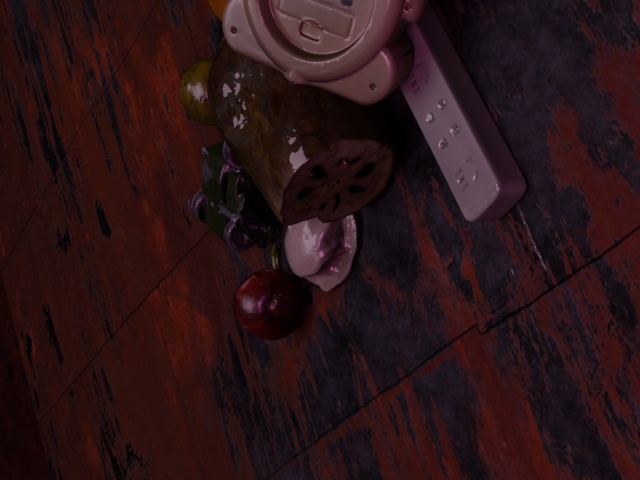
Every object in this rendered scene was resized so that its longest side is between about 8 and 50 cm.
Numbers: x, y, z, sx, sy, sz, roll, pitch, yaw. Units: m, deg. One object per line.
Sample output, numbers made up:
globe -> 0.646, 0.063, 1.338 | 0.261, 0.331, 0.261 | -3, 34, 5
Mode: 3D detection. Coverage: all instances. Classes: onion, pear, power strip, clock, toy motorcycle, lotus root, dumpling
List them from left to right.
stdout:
pear -> -0.216, -0.284, 2.209 | 0.107, 0.107, 0.131 | 22, 105, 53
toy motorcycle -> -0.153, -0.102, 2.138 | 0.205, 0.127, 0.275 | 40, 134, 48
onion -> -0.092, 0.113, 2.069 | 0.131, 0.131, 0.131 | 13, 106, 55
lotus root -> -0.041, -0.205, 1.839 | 0.346, 0.250, 0.250 | 56, 137, 30
dumpling -> 0.000, -0.001, 1.953 | 0.150, 0.092, 0.177 | -3, 87, 43
clock -> 0.016, -0.369, 1.619 | 0.283, 0.114, 0.310 | 25, 120, 16
power strip -> 0.176, -0.205, 1.672 | 0.091, 0.062, 0.385 | -49, 56, 45

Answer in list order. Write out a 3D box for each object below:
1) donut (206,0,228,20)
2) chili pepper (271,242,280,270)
donut -> -0.064, -0.430, 1.834 | 0.277, 0.277, 0.109 | -8, 106, 56
chili pepper -> -0.076, 0.046, 2.132 | 0.030, 0.017, 0.083 | -31, 73, 53
